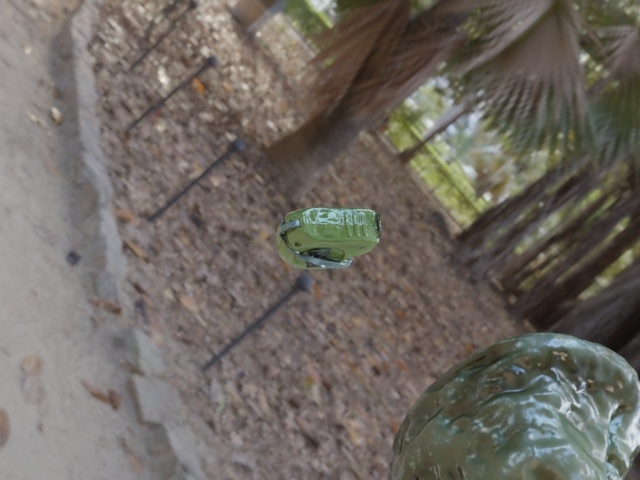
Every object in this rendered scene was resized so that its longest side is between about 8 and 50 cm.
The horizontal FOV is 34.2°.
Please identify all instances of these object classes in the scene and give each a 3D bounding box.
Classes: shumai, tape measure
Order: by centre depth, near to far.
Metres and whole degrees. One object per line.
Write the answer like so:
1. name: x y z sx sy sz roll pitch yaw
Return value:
1. shumai: 0.280 0.344 1.354 0.324 0.397 0.323 39 19 -25
2. tape measure: 0.000 0.000 2.071 0.200 0.175 0.106 0 66 -20
